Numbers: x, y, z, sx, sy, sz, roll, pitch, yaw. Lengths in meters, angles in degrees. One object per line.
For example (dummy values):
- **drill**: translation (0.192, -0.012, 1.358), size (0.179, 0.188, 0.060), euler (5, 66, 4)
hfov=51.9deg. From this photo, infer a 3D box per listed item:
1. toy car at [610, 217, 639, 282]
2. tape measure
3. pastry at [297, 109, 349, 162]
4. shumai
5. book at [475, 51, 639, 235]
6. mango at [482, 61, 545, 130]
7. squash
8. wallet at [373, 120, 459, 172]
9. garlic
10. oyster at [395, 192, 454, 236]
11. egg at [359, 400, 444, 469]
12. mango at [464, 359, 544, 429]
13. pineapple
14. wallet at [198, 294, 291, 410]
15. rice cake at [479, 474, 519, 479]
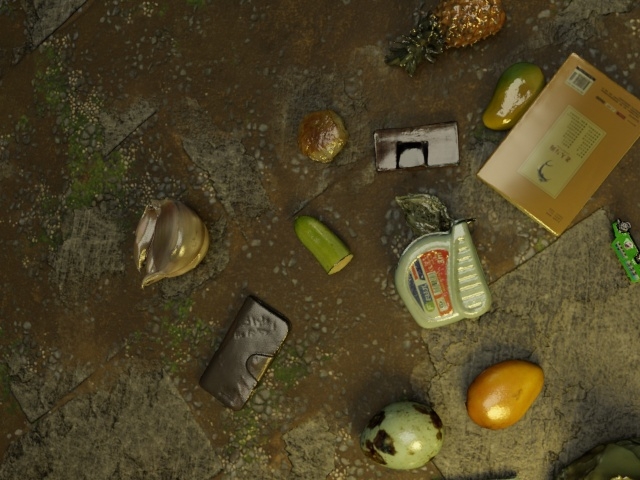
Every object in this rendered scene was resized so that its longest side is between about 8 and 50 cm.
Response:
- **toy car**: translation (0.757, 0.025, 1.609), size (0.063, 0.071, 0.165), euler (-30, 79, 26)
- **tape measure**: translation (0.315, 0.088, 1.691), size (0.246, 0.125, 0.243), euler (-18, 93, 13)
- **pastry**: translation (0.004, -0.294, 1.835), size (0.154, 0.081, 0.153), euler (0, 91, 16)
- **shumai**: translation (0.717, 0.642, 1.442), size (0.396, 0.348, 0.394), euler (-1, 87, 11)
- **book**: translation (0.614, -0.238, 1.652), size (0.269, 0.032, 0.389), euler (38, 97, 0)
- **mango**: translation (0.506, -0.368, 1.700), size (0.122, 0.085, 0.191), euler (23, 102, 1)
- **squash**: translation (0.000, 0.000, 1.816), size (0.095, 0.095, 0.188), euler (-43, 73, 9)
- **wallet**: translation (0.260, -0.253, 1.781), size (0.230, 0.042, 0.124), euler (-4, 83, 14)
- **garlic**: translation (-0.436, -0.001, 1.881), size (0.238, 0.210, 0.291), euler (-3, 77, 9)
- **oyster**: translation (0.285, -0.066, 1.755), size (0.125, 0.064, 0.177), euler (-34, 88, 25)
- **egg**: translation (0.205, 0.502, 1.685), size (0.231, 0.169, 0.169), euler (-25, 80, 27)
- **mango**: translation (0.464, 0.381, 1.652), size (0.219, 0.112, 0.144), euler (-37, 77, -1)
- **pineapple**: translation (0.314, -0.554, 1.734), size (0.341, 0.169, 0.169), euler (-26, 80, 20)
- **wallet**: translation (-0.217, 0.326, 1.880), size (0.165, 0.042, 0.309), euler (33, 96, 17)
- **rice cake**: translation (0.400, 0.656, 1.683), size (0.226, 0.040, 0.084), euler (-11, 84, 15)
